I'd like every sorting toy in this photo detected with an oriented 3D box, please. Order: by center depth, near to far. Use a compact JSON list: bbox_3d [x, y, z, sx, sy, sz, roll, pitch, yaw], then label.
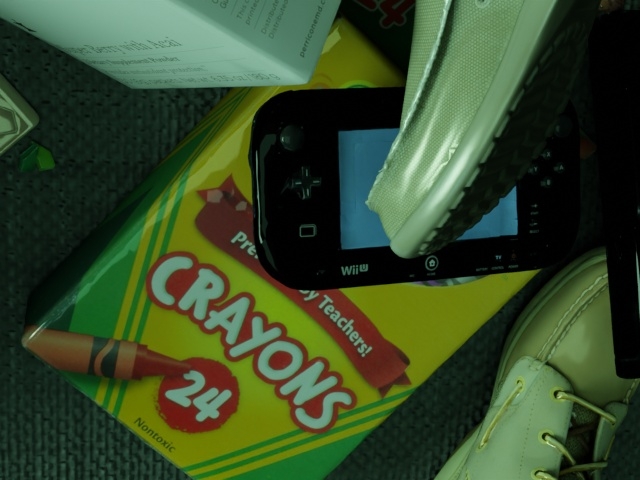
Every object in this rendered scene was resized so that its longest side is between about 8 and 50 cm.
[{"bbox_3d":[-0.198,-0.063,0.858,0.062,0.012,0.083,-40,107,3],"label":"sorting toy"}]

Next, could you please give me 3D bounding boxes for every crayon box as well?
[{"bbox_3d":[0.000,0.000,0.873,0.202,0.081,0.318,41,100,-19],"label":"crayon box"}]

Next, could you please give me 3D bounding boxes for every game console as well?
[{"bbox_3d":[0.129,-0.021,0.816,0.361,0.044,0.213,-4,88,-25],"label":"game console"}]

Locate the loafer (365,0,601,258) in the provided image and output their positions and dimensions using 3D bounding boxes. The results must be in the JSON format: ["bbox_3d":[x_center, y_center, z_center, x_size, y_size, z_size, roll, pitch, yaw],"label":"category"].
[{"bbox_3d":[0.085,-0.118,0.702,0.092,0.102,0.269,31,106,19],"label":"loafer"}]

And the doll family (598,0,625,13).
[{"bbox_3d":[0.140,-0.177,0.789,0.111,0.193,0.076,3,85,4],"label":"doll family"}]

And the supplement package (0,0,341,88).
[{"bbox_3d":[-0.132,-0.208,0.657,0.293,0.177,0.175,27,79,-34],"label":"supplement package"}]

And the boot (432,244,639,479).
[{"bbox_3d":[0.154,0.147,0.881,0.095,0.203,0.262,27,106,-17],"label":"boot"}]
